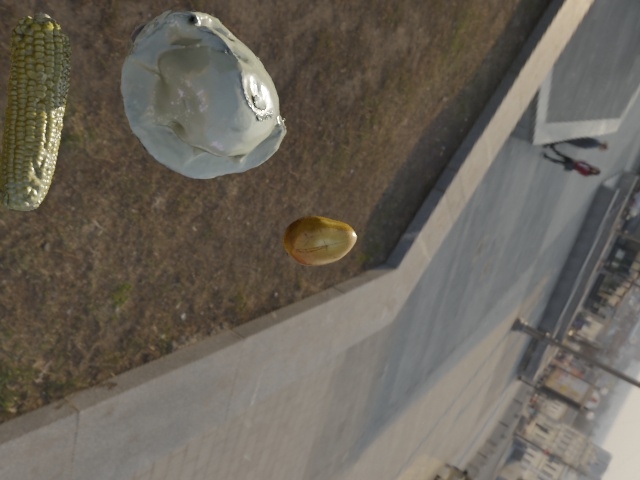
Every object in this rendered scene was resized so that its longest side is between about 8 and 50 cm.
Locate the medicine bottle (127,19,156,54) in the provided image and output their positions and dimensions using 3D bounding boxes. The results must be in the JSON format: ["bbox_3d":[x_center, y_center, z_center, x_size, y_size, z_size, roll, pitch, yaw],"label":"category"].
[{"bbox_3d":[-0.263,-0.302,1.026,0.102,0.187,0.103,-9,121,-16],"label":"medicine bottle"}]

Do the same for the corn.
[{"bbox_3d":[-0.416,-0.185,0.903,0.086,0.086,0.289,14,80,-61],"label":"corn"}]

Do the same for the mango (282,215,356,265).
[{"bbox_3d":[0.000,0.000,0.724,0.089,0.046,0.060,-7,106,-14],"label":"mango"}]

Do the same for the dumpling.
[{"bbox_3d":[-0.135,-0.152,0.734,0.172,0.142,0.247,-35,140,7],"label":"dumpling"}]
